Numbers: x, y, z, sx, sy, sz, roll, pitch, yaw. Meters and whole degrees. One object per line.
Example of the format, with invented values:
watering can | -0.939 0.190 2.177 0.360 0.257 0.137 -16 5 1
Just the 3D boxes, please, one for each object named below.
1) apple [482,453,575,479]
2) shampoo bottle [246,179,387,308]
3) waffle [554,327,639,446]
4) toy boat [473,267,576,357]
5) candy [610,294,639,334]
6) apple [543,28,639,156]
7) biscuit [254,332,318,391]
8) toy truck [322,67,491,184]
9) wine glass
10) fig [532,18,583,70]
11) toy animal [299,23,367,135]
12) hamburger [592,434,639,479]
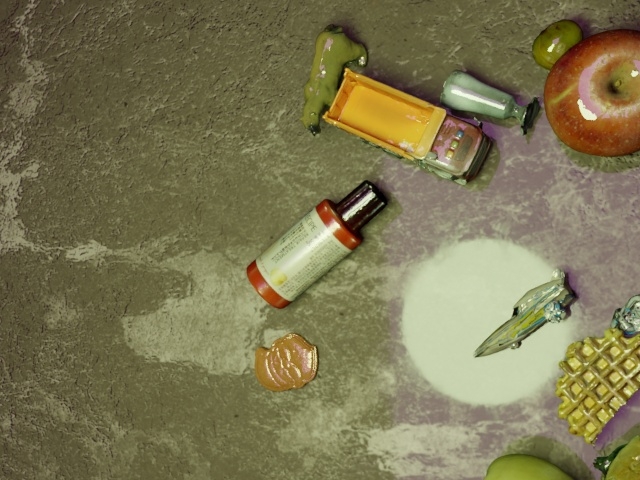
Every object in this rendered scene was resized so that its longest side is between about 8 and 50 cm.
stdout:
apple | 0.323 0.428 1.279 0.200 0.200 0.200 -2 85 21
shampoo bottle | 0.000 0.000 1.478 0.278 0.104 0.104 -40 73 13
waffle | 0.454 0.232 1.304 0.161 0.046 0.192 7 97 26
toy boat | 0.333 0.132 1.361 0.210 0.084 0.066 -41 85 19
candy | 0.568 0.157 1.282 0.226 0.051 0.094 25 105 23
apple | 0.454 -0.229 1.301 0.201 0.162 0.201 0 89 10
biscuit | -0.063 0.227 1.527 0.130 0.019 0.102 -20 80 17
toy truck | 0.151 -0.195 1.420 0.270 0.135 0.114 27 94 21
wine glass | 0.288 -0.235 1.408 0.155 0.072 0.072 24 94 21
fig | 0.401 -0.313 1.373 0.084 0.082 0.098 -32 91 -19
toy animal | 0.011 -0.292 1.500 0.103 0.101 0.218 17 91 20
hamburger | 0.521 0.442 1.204 0.309 0.132 0.211 37 77 17
